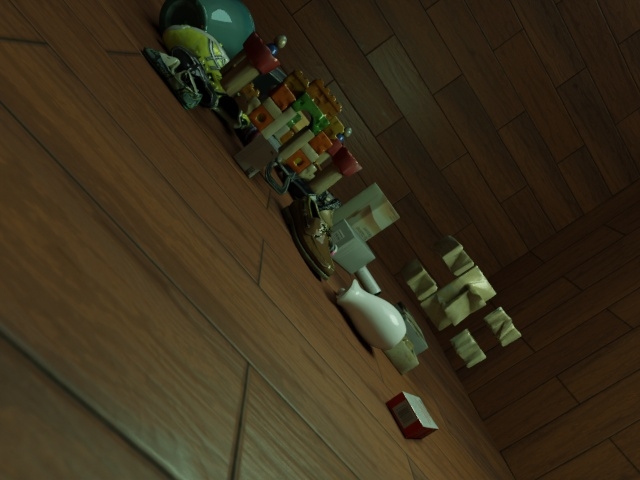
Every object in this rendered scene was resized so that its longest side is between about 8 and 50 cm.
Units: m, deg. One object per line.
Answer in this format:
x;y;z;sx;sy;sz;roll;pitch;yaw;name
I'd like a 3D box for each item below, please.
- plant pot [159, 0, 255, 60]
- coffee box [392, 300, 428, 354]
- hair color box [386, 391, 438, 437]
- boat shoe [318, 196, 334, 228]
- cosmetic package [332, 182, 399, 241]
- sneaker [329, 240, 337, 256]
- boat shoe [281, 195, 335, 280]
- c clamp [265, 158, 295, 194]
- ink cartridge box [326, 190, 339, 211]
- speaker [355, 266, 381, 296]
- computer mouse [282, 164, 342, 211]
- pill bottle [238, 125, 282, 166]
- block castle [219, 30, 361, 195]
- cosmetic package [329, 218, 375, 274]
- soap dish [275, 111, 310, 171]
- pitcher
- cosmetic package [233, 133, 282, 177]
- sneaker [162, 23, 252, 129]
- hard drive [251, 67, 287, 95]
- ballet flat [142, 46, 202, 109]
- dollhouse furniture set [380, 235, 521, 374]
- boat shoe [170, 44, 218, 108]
-0.401;-0.722;1.671;0.271;0.272;0.255;54;24;0;plant pot
0.326;0.347;1.917;0.141;0.098;0.246;54;8;-6;coffee box
0.227;0.431;1.198;0.093;0.053;0.167;58;10;32;hair color box
-0.004;-0.137;1.970;0.121;0.110;0.341;46;12;-46;boat shoe
0.163;-0.085;2.059;0.153;0.296;0.129;42;16;-51;cosmetic package
0.000;0.000;1.627;0.075;0.063;0.170;49;5;-32;sneaker
-0.020;-0.022;1.444;0.111;0.104;0.307;44;13;-52;boat shoe
-0.137;-0.231;1.669;0.022;0.137;0.161;8;-17;30;c clamp
0.061;-0.137;2.421;0.203;0.086;0.148;58;9;22;ink cartridge box
0.200;0.175;2.056;0.136;0.055;0.055;58;9;24;speaker
-0.062;-0.192;1.906;0.189;0.072;0.272;-15;54;-37;computer mouse
-0.206;-0.347;1.698;0.193;0.108;0.108;59;9;28;pill bottle
-0.072;-0.377;1.414;0.453;0.213;0.303;48;10;-26;block castle
0.104;0.029;1.867;0.107;0.127;0.238;60;8;29;cosmetic package
-0.146;-0.402;1.904;0.291;0.229;0.118;41;32;-56;soap dish
0.135;0.209;1.395;0.207;0.125;0.178;43;-7;-1;pitcher
-0.183;-0.269;1.490;0.085;0.117;0.231;52;7;-11;cosmetic package
-0.339;-0.515;1.540;0.385;0.145;0.147;43;30;-19;sneaker
-0.228;-0.503;1.693;0.172;0.255;0.054;30;44;-47;hard drive
-0.371;-0.426;1.248;0.188;0.070;0.070;53;9;-11;ballet flat
0.373;0.229;1.630;0.362;0.394;0.256;53;8;-11;dollhouse furniture set
-0.372;-0.483;1.435;0.206;0.075;0.065;57;5;-11;boat shoe
